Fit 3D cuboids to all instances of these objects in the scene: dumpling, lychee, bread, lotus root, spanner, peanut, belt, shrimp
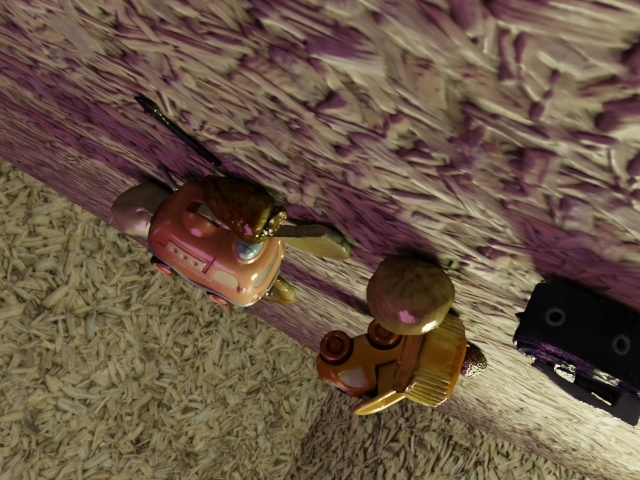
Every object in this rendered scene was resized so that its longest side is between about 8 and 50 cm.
[{"bbox_3d":[-0.411,-0.073,1.897,0.250,0.162,0.132,0,115,45],"label":"dumpling"},{"bbox_3d":[0.335,0.272,1.768,0.083,0.068,0.067,2,162,-20],"label":"lychee"},{"bbox_3d":[0.219,0.230,1.564,0.114,0.190,0.132,23,173,-13],"label":"bread"},{"bbox_3d":[-0.154,-0.065,1.421,0.191,0.094,0.108,28,135,26],"label":"lotus root"},{"bbox_3d":[-0.232,-0.177,1.300,0.046,0.012,0.208,17,164,42],"label":"spanner"},{"bbox_3d":[0.143,0.090,1.318,0.253,0.122,0.137,122,126,-80],"label":"peanut"},{"bbox_3d":[0.361,0.152,1.031,0.218,0.128,0.122,28,168,-2],"label":"belt"},{"bbox_3d":[-0.158,0.138,2.364,0.185,0.068,0.287,29,167,-10],"label":"shrimp"},{"bbox_3d":[0.001,0.002,1.475,0.112,0.036,0.193,29,166,-28],"label":"bread"}]

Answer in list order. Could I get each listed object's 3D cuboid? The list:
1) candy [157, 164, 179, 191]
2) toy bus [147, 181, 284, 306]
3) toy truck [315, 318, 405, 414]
[{"bbox_3d":[-0.286,-0.057,1.788,0.124,0.124,0.365,22,159,30],"label":"candy"},{"bbox_3d":[-0.205,-0.004,1.605,0.288,0.194,0.232,30,156,-5],"label":"toy bus"},{"bbox_3d":[0.138,0.318,2.011,0.204,0.288,0.211,65,-174,-70],"label":"toy truck"}]
